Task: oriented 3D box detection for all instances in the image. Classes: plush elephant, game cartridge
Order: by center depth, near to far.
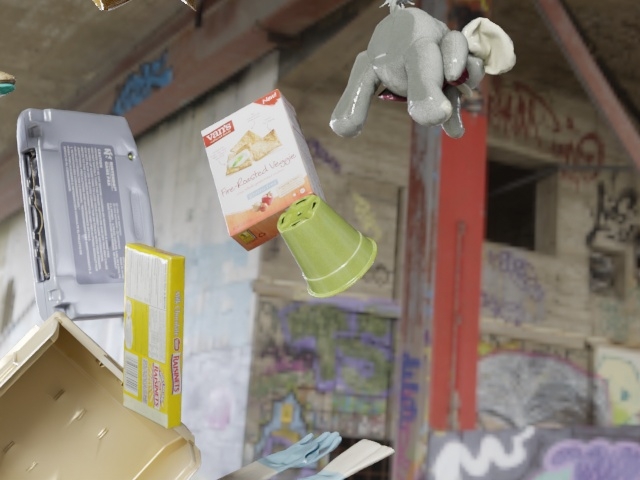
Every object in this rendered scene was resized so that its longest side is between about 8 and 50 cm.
[{"bbox_3d":[-0.322,-0.034,1.628,0.060,0.294,0.196,-14,-9,42],"label":"game cartridge"},{"bbox_3d":[0.205,-0.307,2.137,0.255,0.330,0.272,24,-25,-39],"label":"plush elephant"}]

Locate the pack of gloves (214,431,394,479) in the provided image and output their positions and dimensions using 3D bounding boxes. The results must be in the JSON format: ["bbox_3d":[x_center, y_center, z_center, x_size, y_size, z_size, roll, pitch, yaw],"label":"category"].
[{"bbox_3d":[-0.030,0.364,1.760,0.232,0.046,0.195,-22,13,-30],"label":"pack of gloves"}]

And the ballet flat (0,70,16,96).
[{"bbox_3d":[-0.484,-0.189,1.445,0.206,0.067,0.073,-19,-10,0],"label":"ballet flat"}]

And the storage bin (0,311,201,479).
[{"bbox_3d":[-0.329,0.271,1.467,0.262,0.260,0.123,46,-10,-18],"label":"storage bin"}]

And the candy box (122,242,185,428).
[{"bbox_3d":[-0.200,0.111,1.379,0.027,0.206,0.105,-6,13,-41],"label":"candy box"}]

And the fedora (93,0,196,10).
[{"bbox_3d":[-0.186,-0.258,1.009,0.079,0.194,0.194,-35,-16,-1],"label":"fedora"}]

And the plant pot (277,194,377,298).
[{"bbox_3d":[0.000,0.000,1.129,0.083,0.083,0.079,-9,-51,44],"label":"plant pot"}]

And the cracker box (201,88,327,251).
[{"bbox_3d":[-0.095,-0.118,1.902,0.156,0.232,0.067,-28,-36,13],"label":"cracker box"}]
